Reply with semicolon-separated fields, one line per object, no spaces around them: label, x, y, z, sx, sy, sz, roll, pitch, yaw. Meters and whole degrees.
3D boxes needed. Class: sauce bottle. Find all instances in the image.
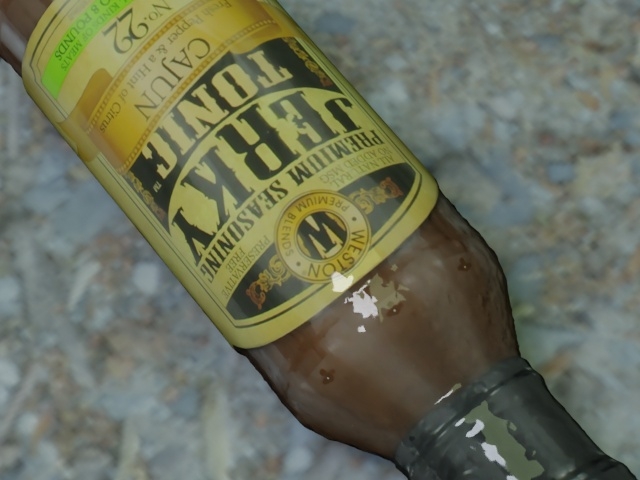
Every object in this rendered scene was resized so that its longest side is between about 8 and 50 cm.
sauce bottle;0.000;0.000;0.780;0.111;0.111;0.344;-35;69;-18
